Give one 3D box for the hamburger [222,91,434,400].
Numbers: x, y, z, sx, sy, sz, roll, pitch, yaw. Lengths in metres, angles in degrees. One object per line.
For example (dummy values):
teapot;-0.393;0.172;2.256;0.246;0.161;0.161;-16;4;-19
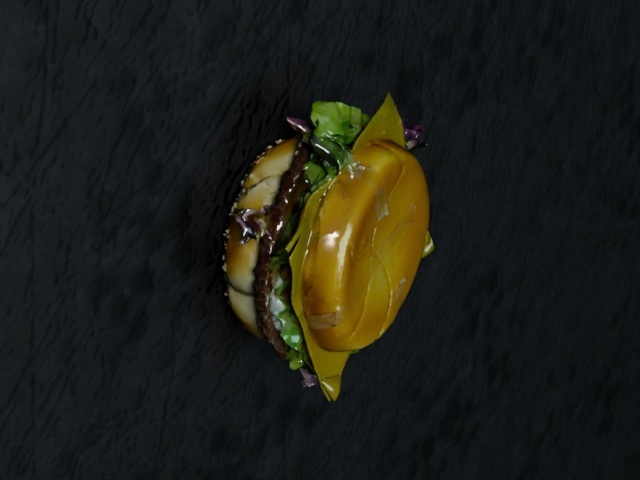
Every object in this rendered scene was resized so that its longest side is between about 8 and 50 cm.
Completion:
hamburger;0.001;-0.004;1.060;0.164;0.093;0.190;-47;145;-43
